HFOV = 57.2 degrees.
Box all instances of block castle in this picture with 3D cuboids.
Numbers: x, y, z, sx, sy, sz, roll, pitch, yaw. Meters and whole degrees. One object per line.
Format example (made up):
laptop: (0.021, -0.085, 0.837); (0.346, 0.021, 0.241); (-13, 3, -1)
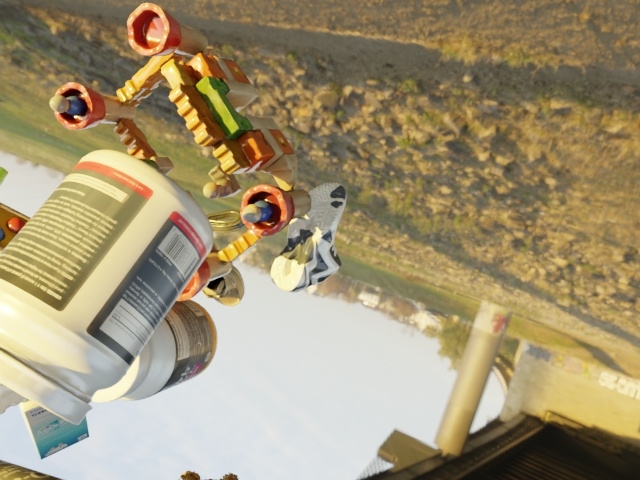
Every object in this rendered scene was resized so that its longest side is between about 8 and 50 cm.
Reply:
block castle: (-0.251, -0.153, 1.052); (0.454, 0.303, 0.212); (57, -158, 5)

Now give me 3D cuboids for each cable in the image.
cable: (-0.325, -0.025, 1.461); (0.286, 0.072, 0.140); (-13, -146, -7)

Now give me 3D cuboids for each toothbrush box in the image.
toothbrush box: (-0.648, 0.344, 1.377); (0.126, 0.296, 0.216); (-22, -120, -30)

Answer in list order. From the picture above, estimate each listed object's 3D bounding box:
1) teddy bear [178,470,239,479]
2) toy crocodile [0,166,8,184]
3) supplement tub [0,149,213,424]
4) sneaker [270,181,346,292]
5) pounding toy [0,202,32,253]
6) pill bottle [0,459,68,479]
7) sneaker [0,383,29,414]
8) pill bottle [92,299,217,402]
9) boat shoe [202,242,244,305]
teddy bear: (-0.181, 0.628, 1.388); (0.337, 0.113, 0.245); (28, 165, -7)
toy crocodile: (-0.930, -0.217, 1.453); (0.340, 0.115, 0.105); (32, 156, 4)
supplement tub: (-0.269, 0.049, 0.684); (0.191, 0.272, 0.191); (25, 155, 13)
sneaker: (0.000, 0.000, 1.198); (0.094, 0.235, 0.153); (22, -179, 23)
pounding toy: (-0.684, -0.031, 1.229); (0.206, 0.094, 0.181); (32, -149, -24)
pill bottle: (-0.476, 0.494, 0.960); (0.362, 0.211, 0.210); (7, 175, 18)
sneaker: (-0.538, 0.284, 1.105); (0.169, 0.292, 0.108); (52, 167, -21)
pill bottle: (-0.297, 0.181, 1.001); (0.162, 0.162, 0.278); (20, -178, 13)
boat shoe: (-0.307, 0.113, 1.663); (0.121, 0.110, 0.341); (-16, 144, 8)
